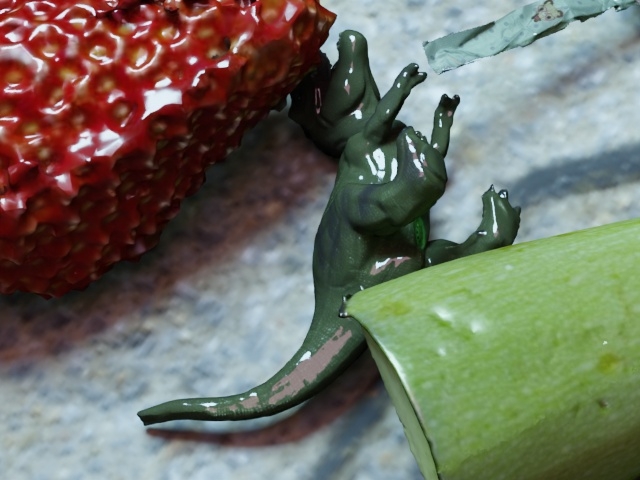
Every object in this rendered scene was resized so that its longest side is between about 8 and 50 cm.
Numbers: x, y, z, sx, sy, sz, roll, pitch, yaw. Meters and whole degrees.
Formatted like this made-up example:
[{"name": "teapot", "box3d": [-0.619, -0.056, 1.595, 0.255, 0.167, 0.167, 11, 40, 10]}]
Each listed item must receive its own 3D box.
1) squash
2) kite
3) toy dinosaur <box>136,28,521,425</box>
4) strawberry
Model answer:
[{"name": "squash", "box3d": [0.145, 0.038, 0.796, 0.288, 0.137, 0.137, -22, 62, -20]}, {"name": "kite", "box3d": [0.158, -0.129, 0.900, 0.250, 0.012, 0.229, -27, 74, -22]}, {"name": "toy dinosaur", "box3d": [0.000, 0.000, 0.867, 0.179, 0.087, 0.187, -34, 40, 26]}, {"name": "strawberry", "box3d": [-0.136, -0.070, 0.826, 0.286, 0.106, 0.188, -25, 89, 6]}]
